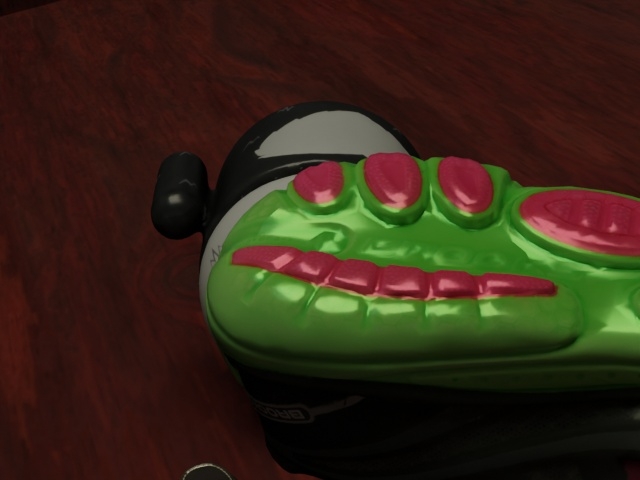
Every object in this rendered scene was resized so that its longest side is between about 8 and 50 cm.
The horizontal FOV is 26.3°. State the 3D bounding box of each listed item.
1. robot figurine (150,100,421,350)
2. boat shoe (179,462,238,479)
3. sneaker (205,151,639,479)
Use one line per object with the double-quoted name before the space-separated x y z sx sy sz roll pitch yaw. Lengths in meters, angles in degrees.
"robot figurine" 0.003 -0.001 0.991 0.209 0.174 0.278 -17 22 8
"boat shoe" -0.057 0.165 0.799 0.056 0.049 0.152 -17 23 -10
"sneaker" 0.180 0.091 0.685 0.482 0.202 0.185 15 46 16
